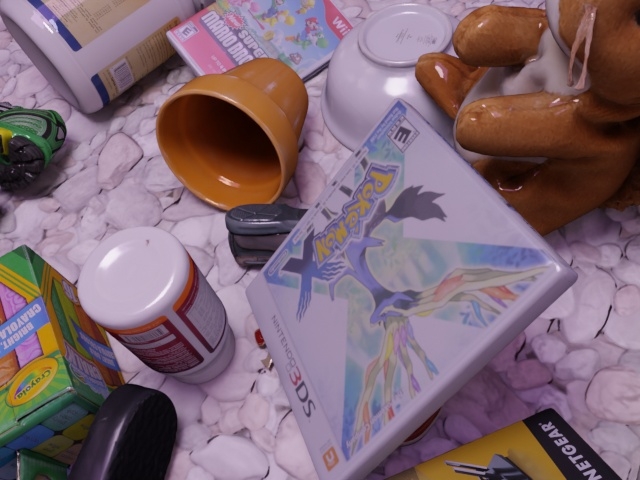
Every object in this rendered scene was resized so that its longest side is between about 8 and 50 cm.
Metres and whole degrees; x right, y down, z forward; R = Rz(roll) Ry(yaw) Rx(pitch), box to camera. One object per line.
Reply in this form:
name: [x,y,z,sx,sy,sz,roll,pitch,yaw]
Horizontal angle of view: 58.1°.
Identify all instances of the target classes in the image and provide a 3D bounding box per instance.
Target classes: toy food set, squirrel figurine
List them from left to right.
toy food set: [-0.038,0.110,0.770,0.122,0.019,0.078,-37,58,-4]
squirrel figurine: [0.338,-0.173,0.636,0.396,0.370,0.281,10,63,-11]

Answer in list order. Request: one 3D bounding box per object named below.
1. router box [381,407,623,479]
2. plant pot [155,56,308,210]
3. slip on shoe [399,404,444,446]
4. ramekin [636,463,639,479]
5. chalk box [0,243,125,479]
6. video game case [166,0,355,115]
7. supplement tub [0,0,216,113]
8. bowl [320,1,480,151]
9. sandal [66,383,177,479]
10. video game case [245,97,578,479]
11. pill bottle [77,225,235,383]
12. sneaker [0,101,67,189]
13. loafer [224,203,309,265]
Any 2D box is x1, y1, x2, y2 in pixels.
router box: [0.175,0.299,0.476,0.242,0.081,0.309,-22,20,-4]
plant pot: [-0.110,-0.179,0.872,0.205,0.205,0.188,13,46,18]
slip on shoe: [0.142,0.085,0.703,0.123,0.101,0.331,19,62,23]
ramekin: [0.382,0.153,0.527,0.127,0.273,0.273,14,61,32]
chalk box: [-0.346,0.187,0.681,0.179,0.180,0.289,-31,59,-9]
video game case: [-0.096,-0.361,1.023,0.285,0.025,0.204,-38,86,-14]
supplement tub: [-0.368,-0.406,1.033,0.228,0.228,0.316,37,70,28]
bowl: [0.135,-0.278,0.916,0.297,0.134,0.298,-5,57,8]
sandal: [-0.273,0.360,0.573,0.107,0.168,0.446,5,53,16]
video game case: [0.056,0.049,0.628,0.329,0.036,0.300,-50,44,21]
pill bottle: [-0.181,0.088,0.686,0.121,0.221,0.121,-5,57,7]
sneaker: [-0.593,-0.170,1.003,0.343,0.134,0.146,7,39,16]
loafer: [0.000,0.000,0.809,0.267,0.084,0.096,5,26,9]
